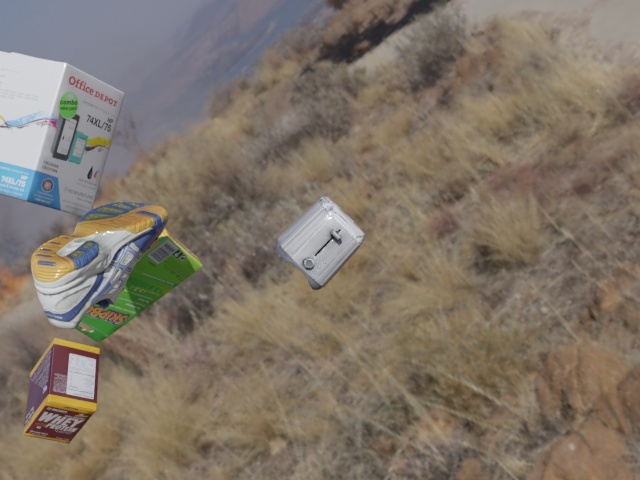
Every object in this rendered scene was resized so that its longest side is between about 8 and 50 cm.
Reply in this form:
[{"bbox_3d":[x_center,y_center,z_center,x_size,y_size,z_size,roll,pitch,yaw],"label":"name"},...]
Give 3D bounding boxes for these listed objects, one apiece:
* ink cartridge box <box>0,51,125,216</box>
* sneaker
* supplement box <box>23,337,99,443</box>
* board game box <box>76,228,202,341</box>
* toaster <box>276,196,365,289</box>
[{"bbox_3d":[-0.551,-0.208,1.692,0.197,0.198,0.270,14,87,24],"label":"ink cartridge box"},{"bbox_3d":[-0.351,0.034,1.378,0.111,0.131,0.296,12,28,24],"label":"sneaker"},{"bbox_3d":[-0.690,0.403,2.286,0.191,0.129,0.194,-47,37,36],"label":"supplement box"},{"bbox_3d":[-0.362,0.090,1.632,0.259,0.124,0.039,-38,51,2],"label":"board game box"},{"bbox_3d":[0.000,0.000,1.707,0.146,0.129,0.227,-45,7,3],"label":"toaster"}]
